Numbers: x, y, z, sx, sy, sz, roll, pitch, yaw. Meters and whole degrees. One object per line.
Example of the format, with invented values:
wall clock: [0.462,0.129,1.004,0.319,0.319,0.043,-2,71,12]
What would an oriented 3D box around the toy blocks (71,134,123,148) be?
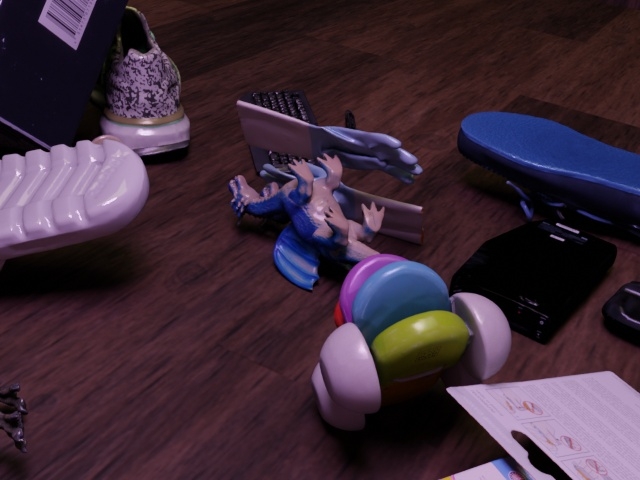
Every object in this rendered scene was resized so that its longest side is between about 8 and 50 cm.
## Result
toy blocks: [-0.297,-0.082,1.055,0.123,0.054,0.148,-9,34,-24]

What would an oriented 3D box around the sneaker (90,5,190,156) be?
sneaker: [-0.286,-0.285,1.274,0.158,0.182,0.410,-6,32,-21]

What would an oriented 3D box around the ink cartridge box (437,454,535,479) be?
ink cartridge box: [0.104,0.230,0.572,0.143,0.089,0.092,-10,34,-26]

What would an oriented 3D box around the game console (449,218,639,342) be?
game console: [0.345,0.080,0.925,0.361,0.043,0.213,25,37,29]

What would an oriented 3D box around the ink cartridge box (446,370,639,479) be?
ink cartridge box: [0.230,0.186,0.658,0.232,0.066,0.189,-2,31,-36]

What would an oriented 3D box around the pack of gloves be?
pack of gloves: [0.023,-0.094,1.006,0.232,0.195,0.046,17,60,16]

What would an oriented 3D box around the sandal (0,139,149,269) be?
sandal: [-0.378,-0.007,0.867,0.417,0.102,0.169,-5,48,11]

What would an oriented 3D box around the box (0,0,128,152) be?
box: [-0.441,-0.310,1.060,0.313,0.343,0.179,10,-14,29]

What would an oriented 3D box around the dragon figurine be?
dragon figurine: [0.000,0.000,0.944,0.085,0.144,0.289,-18,58,-39]

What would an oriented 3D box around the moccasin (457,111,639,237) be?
moccasin: [0.342,-0.072,1.117,0.342,0.116,0.138,26,47,21]

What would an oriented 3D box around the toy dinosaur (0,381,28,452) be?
toy dinosaur: [-0.301,0.153,0.654,0.118,0.064,0.268,-12,31,-17]

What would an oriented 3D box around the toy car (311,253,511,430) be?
toy car: [0.066,0.080,0.716,0.159,0.182,0.136,-14,69,-11]

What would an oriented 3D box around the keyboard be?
keyboard: [-0.018,-0.177,1.297,0.202,0.033,0.317,0,32,-12]
